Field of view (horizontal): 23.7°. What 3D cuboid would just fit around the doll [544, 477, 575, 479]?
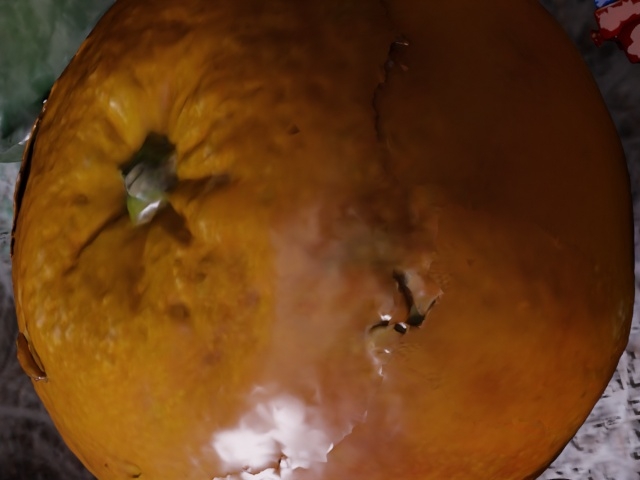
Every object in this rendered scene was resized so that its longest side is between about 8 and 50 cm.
[{"bbox_3d":[0.147,0.145,0.629,0.160,0.161,0.059,15,81,41],"label":"doll"}]

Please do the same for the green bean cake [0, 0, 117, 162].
[{"bbox_3d":[-0.159,-0.169,0.773,0.227,0.125,0.222,47,107,8],"label":"green bean cake"}]

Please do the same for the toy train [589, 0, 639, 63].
[{"bbox_3d":[0.209,-0.148,0.656,0.204,0.083,0.131,-19,87,21],"label":"toy train"}]

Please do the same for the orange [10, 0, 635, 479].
[{"bbox_3d":[0.000,0.000,0.668,0.284,0.226,0.283,-11,72,36],"label":"orange"}]
